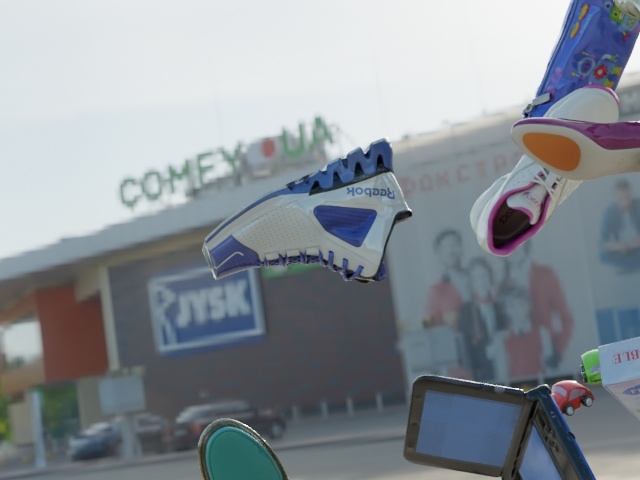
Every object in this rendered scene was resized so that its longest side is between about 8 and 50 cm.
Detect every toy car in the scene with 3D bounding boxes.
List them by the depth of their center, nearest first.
[{"bbox_3d":[0.515,0.248,2.547,0.239,0.053,0.225,-13,13,6],"label":"toy car"}]

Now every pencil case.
[{"bbox_3d":[0.415,-0.293,2.160,0.133,0.306,0.119,11,19,-35],"label":"pencil case"}]

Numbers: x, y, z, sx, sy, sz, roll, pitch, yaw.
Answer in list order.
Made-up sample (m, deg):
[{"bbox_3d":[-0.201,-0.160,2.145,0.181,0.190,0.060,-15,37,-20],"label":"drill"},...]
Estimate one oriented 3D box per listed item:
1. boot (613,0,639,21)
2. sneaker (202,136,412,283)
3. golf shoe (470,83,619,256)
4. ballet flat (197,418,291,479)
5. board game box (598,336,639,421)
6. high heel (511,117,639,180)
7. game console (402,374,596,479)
[{"bbox_3d":[0.523,-0.296,1.909,0.213,0.077,0.165,18,20,-15],"label":"boot"},{"bbox_3d":[0.001,-0.001,1.953,0.315,0.182,0.127,-28,-4,-7],"label":"sneaker"},{"bbox_3d":[0.341,-0.094,2.049,0.115,0.306,0.140,34,20,-5],"label":"golf shoe"},{"bbox_3d":[-0.091,0.401,2.165,0.123,0.348,0.123,-31,25,16],"label":"ballet flat"},{"bbox_3d":[0.600,0.196,1.968,0.318,0.066,0.318,-16,-31,23],"label":"board game box"},{"bbox_3d":[0.376,-0.137,1.813,0.244,0.117,0.082,11,-46,9],"label":"high heel"},{"bbox_3d":[0.249,0.332,1.961,0.173,0.250,0.293,-18,-31,-11],"label":"game console"}]
